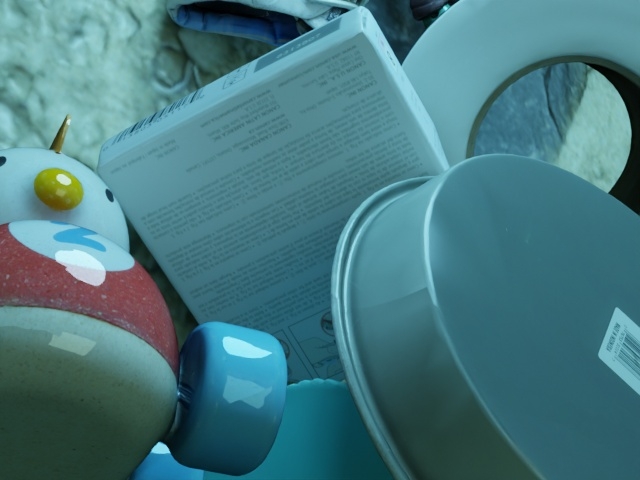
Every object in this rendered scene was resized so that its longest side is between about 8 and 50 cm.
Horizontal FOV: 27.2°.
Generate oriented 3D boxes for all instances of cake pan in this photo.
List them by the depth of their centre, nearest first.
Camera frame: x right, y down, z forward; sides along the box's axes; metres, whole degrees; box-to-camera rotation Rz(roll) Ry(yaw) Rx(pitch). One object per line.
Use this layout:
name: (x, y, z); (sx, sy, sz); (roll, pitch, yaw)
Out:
cake pan: (0.139, 0.070, 0.687); (0.293, 0.054, 0.293); (26, 40, -24)

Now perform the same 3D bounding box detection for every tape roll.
tape roll: (0.160, -0.062, 0.893); (0.246, 0.246, 0.169); (56, 9, -6)

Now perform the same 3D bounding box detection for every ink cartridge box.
ink cartridge box: (0.000, 0.000, 0.821); (0.232, 0.189, 0.066); (58, 17, -23)

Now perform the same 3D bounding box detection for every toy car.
toy car: (-0.151, 0.017, 0.692); (0.219, 0.210, 0.238); (15, 51, -21)

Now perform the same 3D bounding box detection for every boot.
boot: (0.024, -0.181, 0.901); (0.095, 0.258, 0.123); (65, 33, -64)

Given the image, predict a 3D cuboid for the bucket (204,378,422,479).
bucket: (0.039, 0.214, 0.709); (0.183, 0.281, 0.281); (25, 59, -30)

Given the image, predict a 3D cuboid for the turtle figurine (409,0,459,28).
turtle figurine: (0.066, -0.243, 1.013); (0.175, 0.118, 0.234); (-27, 96, -41)
